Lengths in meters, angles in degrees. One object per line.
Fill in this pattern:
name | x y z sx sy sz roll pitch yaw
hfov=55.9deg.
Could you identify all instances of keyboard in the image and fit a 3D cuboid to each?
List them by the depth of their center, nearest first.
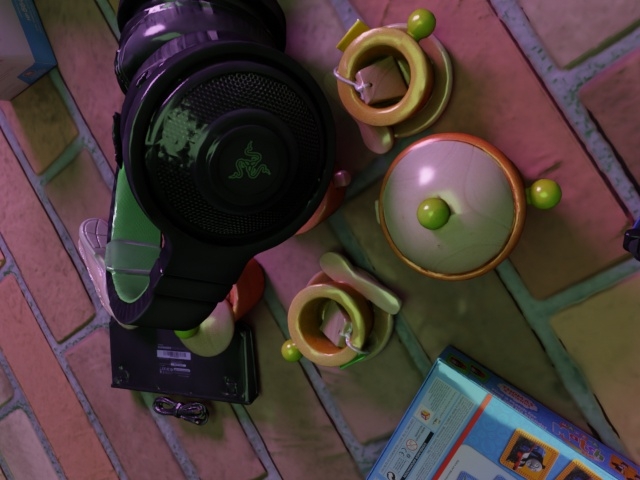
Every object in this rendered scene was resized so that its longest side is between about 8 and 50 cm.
keyboard | -0.142 0.130 0.610 0.180 0.023 0.108 -1 92 28

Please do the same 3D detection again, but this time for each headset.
headset | -0.097 -0.112 0.408 0.394 0.185 0.243 -55 37 32

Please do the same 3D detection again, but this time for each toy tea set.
toy tea set | 0.000 0.000 0.455 0.200 0.124 0.336 48 116 12

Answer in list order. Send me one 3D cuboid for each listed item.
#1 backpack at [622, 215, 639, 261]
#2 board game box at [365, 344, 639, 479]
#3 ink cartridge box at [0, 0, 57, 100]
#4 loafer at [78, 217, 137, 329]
backpack | 0.278 0.000 0.297 0.173 0.116 0.158 47 144 16
board game box | 0.149 0.205 0.464 0.211 0.039 0.160 33 112 19
ink cartridge box | -0.359 -0.198 0.592 0.092 0.143 0.090 -21 90 28
loafer | -0.215 0.038 0.623 0.039 0.045 0.125 -41 73 44
